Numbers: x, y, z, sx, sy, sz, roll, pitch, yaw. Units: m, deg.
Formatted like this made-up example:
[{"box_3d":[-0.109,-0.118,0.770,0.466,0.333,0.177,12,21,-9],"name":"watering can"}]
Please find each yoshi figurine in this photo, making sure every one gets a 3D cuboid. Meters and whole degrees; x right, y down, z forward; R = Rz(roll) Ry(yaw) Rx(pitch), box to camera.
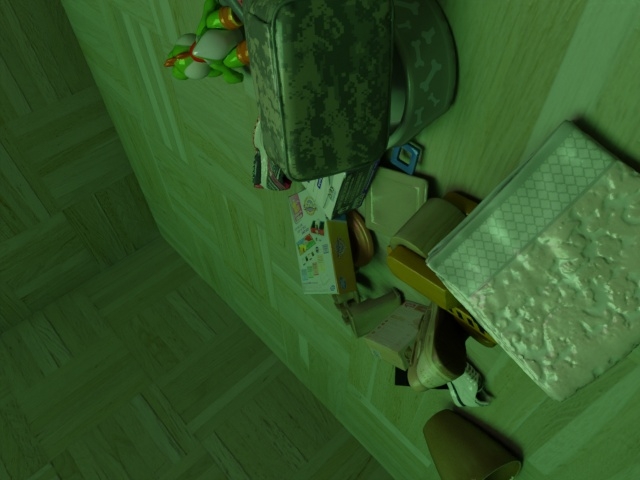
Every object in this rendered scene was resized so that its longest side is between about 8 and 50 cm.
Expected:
[{"box_3d":[-0.267,-0.525,1.301,0.362,0.203,0.203,0,165,43],"name":"yoshi figurine"}]

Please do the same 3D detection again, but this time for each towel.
[{"box_3d":[0.378,0.034,0.746,0.317,0.053,0.332,46,112,14],"name":"towel"}]

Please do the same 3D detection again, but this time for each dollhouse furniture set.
[{"box_3d":[0.134,0.168,1.530,0.242,0.161,0.212,-122,13,-52],"name":"dollhouse furniture set"}]

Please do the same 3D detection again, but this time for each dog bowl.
[{"box_3d":[0.086,-0.329,0.929,0.349,0.102,0.348,36,145,30],"name":"dog bowl"}]

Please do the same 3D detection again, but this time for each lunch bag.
[{"box_3d":[-0.023,-0.290,0.813,0.256,0.213,0.305,49,152,47],"name":"lunch bag"}]

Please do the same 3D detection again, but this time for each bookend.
[{"box_3d":[0.314,0.370,1.478,0.072,0.156,0.157,140,137,-65],"name":"bookend"}]

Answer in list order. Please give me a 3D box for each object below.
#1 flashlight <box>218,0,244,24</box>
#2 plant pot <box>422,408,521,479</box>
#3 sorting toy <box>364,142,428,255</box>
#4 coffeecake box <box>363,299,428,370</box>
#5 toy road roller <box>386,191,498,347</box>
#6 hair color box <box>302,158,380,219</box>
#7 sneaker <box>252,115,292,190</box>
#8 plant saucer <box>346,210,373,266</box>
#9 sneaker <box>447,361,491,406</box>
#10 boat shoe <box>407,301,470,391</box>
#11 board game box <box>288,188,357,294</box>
[{"box_3d":[-0.126,-0.503,1.077,0.304,0.103,0.103,51,160,-7],"name":"flashlight"},{"box_3d":[0.445,0.670,1.517,0.254,0.237,0.237,47,158,45],"name":"plant pot"},{"box_3d":[0.183,-0.086,1.145,0.196,0.047,0.347,28,134,40],"name":"sorting toy"},{"box_3d":[0.240,0.261,1.354,0.142,0.185,0.068,12,132,56],"name":"coffeecake box"},{"box_3d":[0.314,0.082,0.994,0.330,0.202,0.240,36,160,30],"name":"toy road roller"},{"box_3d":[-0.013,-0.239,1.181,0.338,0.110,0.185,55,154,22],"name":"hair color box"},{"box_3d":[-0.131,-0.281,1.410,0.112,0.120,0.299,11,133,5],"name":"sneaker"},{"box_3d":[0.077,-0.008,1.428,0.200,0.037,0.199,39,144,36],"name":"plant saucer"},{"box_3d":[0.400,0.373,1.366,0.095,0.090,0.235,-14,114,50],"name":"sneaker"},{"box_3d":[0.265,0.207,1.085,0.121,0.341,0.110,46,120,3],"name":"boat shoe"},{"box_3d":[0.000,0.000,1.422,0.242,0.064,0.316,-12,86,63],"name":"board game box"}]
